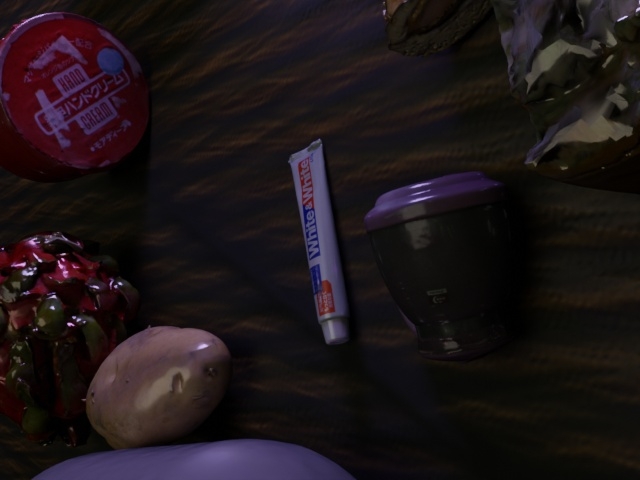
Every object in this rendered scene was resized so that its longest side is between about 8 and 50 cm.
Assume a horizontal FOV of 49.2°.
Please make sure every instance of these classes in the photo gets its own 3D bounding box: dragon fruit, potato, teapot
[{"bbox_3d":[-0.374,0.137,0.971,0.237,0.231,0.302,-4,86,29],"label":"dragon fruit"},{"bbox_3d":[-0.203,0.182,0.850,0.235,0.128,0.161,-6,62,49],"label":"potato"},{"bbox_3d":[0.092,0.028,0.568,0.148,0.116,0.146,-15,87,41],"label":"teapot"}]

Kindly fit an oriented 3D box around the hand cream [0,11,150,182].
[{"bbox_3d":[-0.376,-0.198,1.002,0.149,0.230,0.230,-5,83,45],"label":"hand cream"}]

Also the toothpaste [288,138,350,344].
[{"bbox_3d":[0.000,0.000,0.728,0.052,0.033,0.218,-27,64,38],"label":"toothpaste"}]

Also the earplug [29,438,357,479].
[{"bbox_3d":[-0.102,0.329,0.617,0.394,0.313,0.312,-23,71,41],"label":"earplug"}]

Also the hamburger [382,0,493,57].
[{"bbox_3d":[0.116,-0.245,0.587,0.176,0.087,0.102,-53,35,44],"label":"hamburger"}]

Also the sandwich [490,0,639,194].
[{"bbox_3d":[0.227,-0.131,0.367,0.227,0.198,0.155,-29,67,43],"label":"sandwich"}]
